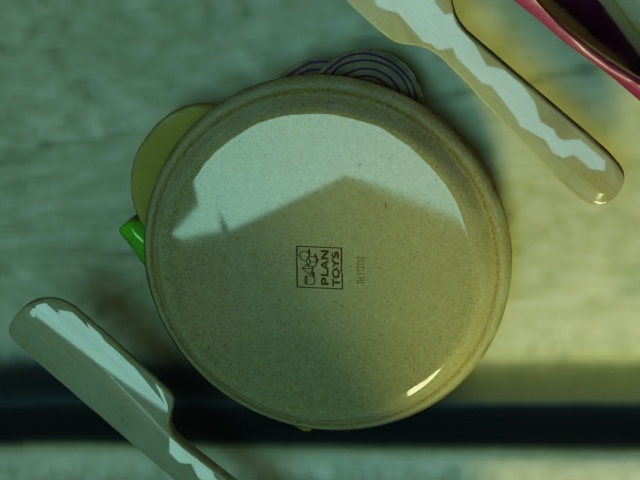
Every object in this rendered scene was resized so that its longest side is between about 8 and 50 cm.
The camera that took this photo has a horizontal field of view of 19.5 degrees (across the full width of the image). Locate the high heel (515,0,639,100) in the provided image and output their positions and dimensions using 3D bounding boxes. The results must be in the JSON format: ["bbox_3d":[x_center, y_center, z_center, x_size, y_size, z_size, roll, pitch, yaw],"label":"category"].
[{"bbox_3d":[0.091,-0.081,0.482,0.377,0.181,0.127,36,113,7],"label":"high heel"}]

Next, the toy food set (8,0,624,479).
[{"bbox_3d":[0.000,0.000,0.623,0.132,0.038,0.192,44,109,-5],"label":"toy food set"}]
